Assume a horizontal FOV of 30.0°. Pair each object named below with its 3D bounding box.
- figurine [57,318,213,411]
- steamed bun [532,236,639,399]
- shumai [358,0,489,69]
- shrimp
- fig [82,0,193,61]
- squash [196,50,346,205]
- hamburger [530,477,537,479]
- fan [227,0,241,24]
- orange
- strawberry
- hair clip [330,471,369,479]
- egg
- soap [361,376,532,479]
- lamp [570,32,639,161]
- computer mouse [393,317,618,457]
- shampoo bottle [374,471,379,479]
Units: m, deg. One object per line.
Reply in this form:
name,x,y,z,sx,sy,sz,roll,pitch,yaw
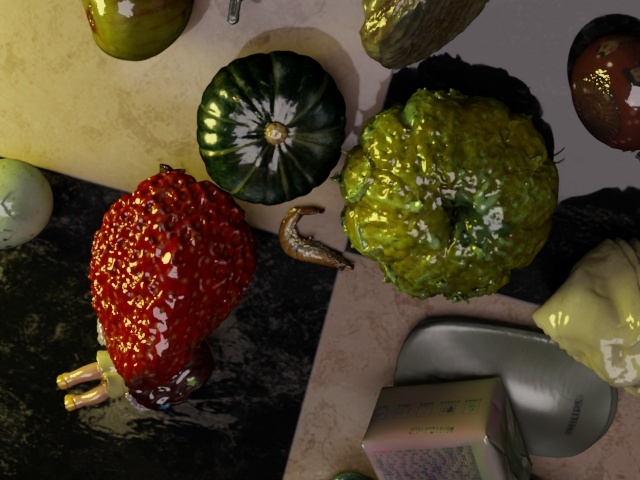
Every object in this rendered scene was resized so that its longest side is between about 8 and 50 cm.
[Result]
figurine,-0.279,0.197,1.829,0.240,0.116,0.175,-14,108,14
steamed bun,0.467,0.113,1.616,0.289,0.276,0.203,36,102,21
shumai,0.120,-0.333,1.565,0.153,0.161,0.209,54,134,10
shrimp,0.000,0.000,1.760,0.127,0.025,0.091,28,111,0
fig,-0.230,-0.332,1.619,0.186,0.148,0.142,-43,113,-23
squash,-0.066,-0.155,1.631,0.218,0.172,0.218,1,100,5
hamburger,0.327,0.430,1.803,0.177,0.185,0.113,11,123,-37
fan,-0.067,-0.460,1.569,0.223,0.012,0.294,-19,95,5
orange,0.172,-0.062,1.601,0.301,0.223,0.300,43,107,-13
strawberry,-0.224,0.048,1.683,0.261,0.257,0.261,23,132,27
hair clip,0.013,0.625,1.886,0.318,0.238,0.392,43,110,-11
egg,-0.470,-0.049,1.757,0.164,0.131,0.131,-33,103,26
soap,0.185,0.308,1.716,0.199,0.138,0.182,-8,123,28
lamp,0.407,-0.198,1.568,0.135,0.156,0.157,-29,146,-20
computer mouse,0.273,0.221,1.769,0.330,0.095,0.197,10,108,5
shampoo bottle,0.127,0.389,1.879,0.069,0.041,0.191,-15,108,9
